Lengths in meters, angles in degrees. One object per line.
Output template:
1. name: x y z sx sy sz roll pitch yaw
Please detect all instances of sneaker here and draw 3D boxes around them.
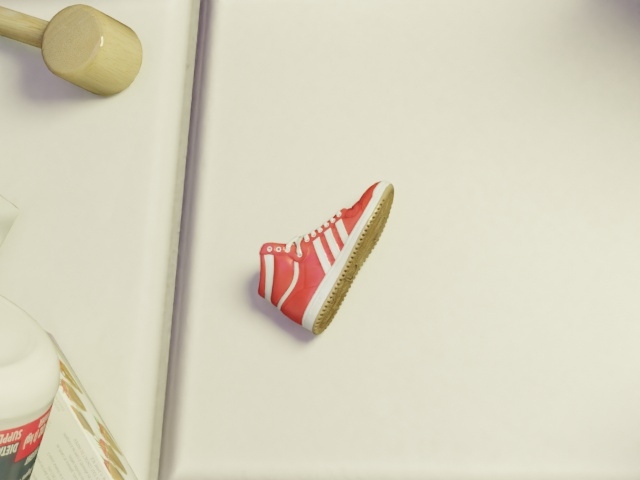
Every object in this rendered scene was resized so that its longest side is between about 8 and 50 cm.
1. sneaker: 0.000 0.000 1.361 0.067 0.042 0.118 29 85 20

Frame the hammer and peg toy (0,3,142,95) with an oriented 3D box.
1. hammer and peg toy: -0.220 -0.303 1.459 0.266 0.127 0.361 7 83 22

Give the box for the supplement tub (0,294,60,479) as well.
1. supplement tub: -0.294 0.167 1.275 0.191 0.191 0.272 27 111 23

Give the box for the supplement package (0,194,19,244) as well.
1. supplement package: -0.408 -0.037 1.429 0.293 0.177 0.175 28 83 23

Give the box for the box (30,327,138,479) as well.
1. box: -0.150 0.197 1.334 0.067 0.063 0.324 -37 66 5
